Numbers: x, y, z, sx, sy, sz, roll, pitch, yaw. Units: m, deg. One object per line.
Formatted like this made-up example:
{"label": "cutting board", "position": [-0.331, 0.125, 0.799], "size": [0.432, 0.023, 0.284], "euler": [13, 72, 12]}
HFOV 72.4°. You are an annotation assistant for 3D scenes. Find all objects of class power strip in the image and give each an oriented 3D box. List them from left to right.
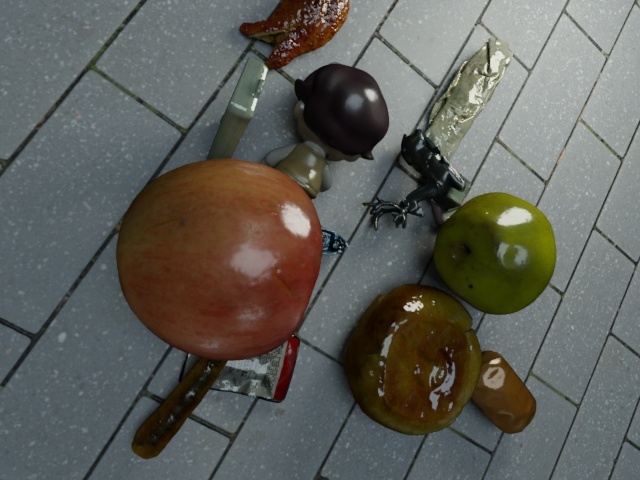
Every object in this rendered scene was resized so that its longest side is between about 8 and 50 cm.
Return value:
{"label": "power strip", "position": [-0.167, -0.236, 0.849], "size": [0.046, 0.270, 0.117], "euler": [20, 70, -18]}

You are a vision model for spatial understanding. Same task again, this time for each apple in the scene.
{"label": "apple", "position": [-0.176, 0.028, 0.778], "size": [0.364, 0.364, 0.363], "euler": [1, 88, -20]}

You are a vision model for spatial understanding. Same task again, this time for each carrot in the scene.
{"label": "carrot", "position": [-0.258, 0.294, 0.882], "size": [0.066, 0.066, 0.314], "euler": [40, 81, -14]}

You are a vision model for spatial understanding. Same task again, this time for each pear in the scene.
{"label": "pear", "position": [0.418, 0.032, 1.047], "size": [0.294, 0.294, 0.294], "euler": [1, 88, -20]}

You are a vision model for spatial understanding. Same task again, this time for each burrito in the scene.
{"label": "burrito", "position": [0.385, -0.381, 1.150], "size": [0.117, 0.076, 0.392], "euler": [35, 78, -4]}

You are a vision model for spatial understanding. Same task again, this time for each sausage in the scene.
{"label": "sausage", "position": [0.463, 0.393, 1.127], "size": [0.136, 0.120, 0.241], "euler": [-44, 103, -1]}

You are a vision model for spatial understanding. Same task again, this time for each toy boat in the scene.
{"label": "toy boat", "position": [0.000, 0.000, 1.003], "size": [0.137, 0.061, 0.060], "euler": [17, 82, -19]}

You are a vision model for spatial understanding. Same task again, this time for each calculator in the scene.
{"label": "calculator", "position": [0.330, -0.120, 1.145], "size": [0.100, 0.032, 0.175], "euler": [-20, 95, -20]}

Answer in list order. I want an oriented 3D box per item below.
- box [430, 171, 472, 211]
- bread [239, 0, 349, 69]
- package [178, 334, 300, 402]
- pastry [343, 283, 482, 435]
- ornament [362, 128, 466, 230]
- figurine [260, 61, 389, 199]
{"label": "box", "position": [0.329, -0.122, 1.093], "size": [0.060, 0.063, 0.084], "euler": [34, 79, -17]}
{"label": "bread", "position": [-0.043, -0.499, 0.992], "size": [0.269, 0.095, 0.139], "euler": [-38, 93, -14]}
{"label": "package", "position": [-0.169, 0.260, 0.946], "size": [0.239, 0.030, 0.154], "euler": [17, 83, -16]}
{"label": "pastry", "position": [0.220, 0.272, 1.023], "size": [0.356, 0.164, 0.355], "euler": [1, 86, -24]}
{"label": "ornament", "position": [0.195, -0.135, 1.050], "size": [0.236, 0.080, 0.202], "euler": [-37, 73, 3]}
{"label": "figurine", "position": [0.005, -0.213, 0.980], "size": [0.218, 0.206, 0.365], "euler": [35, 102, 7]}
